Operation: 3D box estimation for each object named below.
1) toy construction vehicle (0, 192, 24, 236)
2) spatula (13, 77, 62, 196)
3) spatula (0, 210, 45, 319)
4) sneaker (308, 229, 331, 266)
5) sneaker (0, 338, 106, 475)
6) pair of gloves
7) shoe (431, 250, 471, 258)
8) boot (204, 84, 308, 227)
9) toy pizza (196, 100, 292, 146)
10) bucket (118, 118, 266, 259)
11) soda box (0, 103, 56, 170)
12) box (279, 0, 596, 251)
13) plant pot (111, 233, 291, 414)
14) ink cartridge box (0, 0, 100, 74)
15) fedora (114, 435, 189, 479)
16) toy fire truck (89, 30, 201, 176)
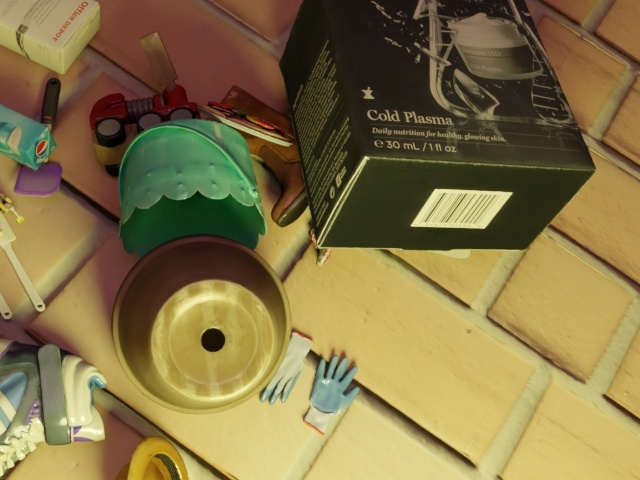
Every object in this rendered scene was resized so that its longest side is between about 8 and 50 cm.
[{"bbox_3d":[-0.625,-0.052,1.596,0.086,0.035,0.098,-36,72,-30],"label":"toy construction vehicle"},{"bbox_3d":[-0.556,-0.212,1.702,0.084,0.030,0.296,5,63,-11],"label":"spatula"},{"bbox_3d":[-0.631,0.059,1.564,0.168,0.019,0.242,-25,71,-27],"label":"spatula"},{"bbox_3d":[0.000,0.000,1.713,0.057,0.047,0.119,13,55,2],"label":"sneaker"},{"bbox_3d":[-0.488,0.326,1.399,0.236,0.130,0.323,16,57,1],"label":"sneaker"},{"bbox_3d":[-0.028,0.263,1.588,0.198,0.023,0.159,30,62,3],"label":"pair of gloves"},{"bbox_3d":[0.235,-0.023,1.763,0.178,0.063,0.081,15,61,-11],"label":"shoe"},{"bbox_3d":[-0.127,-0.181,1.743,0.280,0.096,0.264,27,65,4],"label":"boot"},{"bbox_3d":[-0.145,-0.234,1.645,0.201,0.201,0.032,22,98,-1],"label":"toy pizza"},{"bbox_3d":[-0.245,-0.088,1.583,0.281,0.281,0.183,-2,61,-13],"label":"bucket"},{"bbox_3d":[-0.629,-0.220,1.649,0.210,0.067,0.071,25,65,13],"label":"soda box"},{"bbox_3d":[0.209,-0.250,1.680,0.480,0.297,0.471,1,56,-20],"label":"box"},{"bbox_3d":[-0.191,0.152,1.404,0.323,0.280,0.323,0,91,-11],"label":"plant pot"},{"bbox_3d":[-0.602,-0.473,1.784,0.219,0.092,0.160,27,63,2],"label":"ink cartridge box"},{"bbox_3d":[-0.291,0.427,1.402,0.079,0.194,0.194,-15,63,22],"label":"fedora"},{"bbox_3d":[-0.361,-0.282,1.715,0.217,0.158,0.246,-10,54,-8],"label":"toy fire truck"}]
